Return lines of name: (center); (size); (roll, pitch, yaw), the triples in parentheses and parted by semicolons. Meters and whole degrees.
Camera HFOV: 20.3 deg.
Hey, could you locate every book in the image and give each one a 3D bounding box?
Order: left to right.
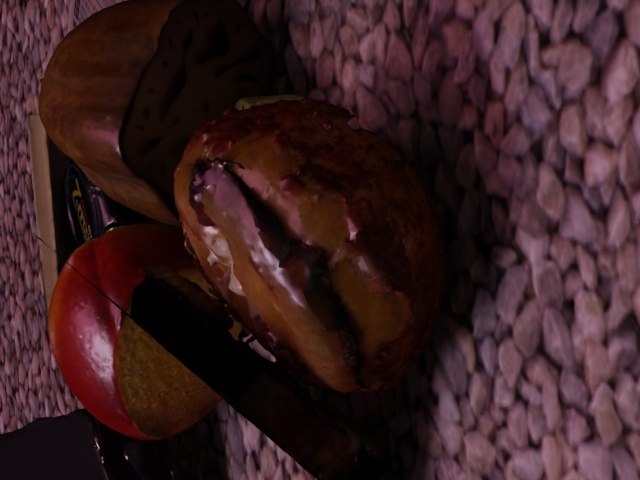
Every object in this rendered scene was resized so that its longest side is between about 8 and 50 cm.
book: (-0.265, 0.026, 1.958); (0.201, 0.026, 0.289); (64, -167, -55)

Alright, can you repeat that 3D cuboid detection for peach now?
peach: (-0.163, 0.087, 1.692); (0.192, 0.190, 0.190); (59, 146, 27)

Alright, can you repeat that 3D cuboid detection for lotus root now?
lotus root: (-0.152, -0.117, 1.591); (0.180, 0.199, 0.188); (7, 64, 41)

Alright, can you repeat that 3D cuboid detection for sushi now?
sushi: (-0.064, 0.101, 1.425); (0.059, 0.294, 0.292); (-50, 39, -5)

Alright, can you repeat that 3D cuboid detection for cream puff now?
cream puff: (0.000, -0.001, 1.304); (0.240, 0.164, 0.240); (55, 170, 15)

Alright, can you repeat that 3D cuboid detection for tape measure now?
tape measure: (-0.197, -0.023, 1.850); (0.186, 0.112, 0.199); (123, 132, -65)

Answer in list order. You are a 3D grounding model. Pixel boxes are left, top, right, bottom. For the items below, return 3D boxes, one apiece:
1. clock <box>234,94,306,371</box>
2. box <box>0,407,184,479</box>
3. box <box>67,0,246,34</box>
clock: (-0.029, 0.004, 1.514); (0.170, 0.069, 0.232); (-133, 44, -55)
box: (-0.220, 0.347, 1.864); (0.350, 0.091, 0.359); (-25, 84, 56)
box: (-0.170, -0.217, 1.775); (0.274, 0.091, 0.221); (-122, 37, -47)
